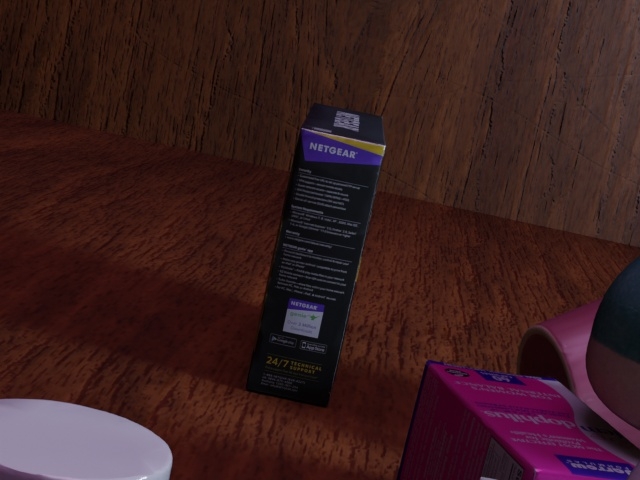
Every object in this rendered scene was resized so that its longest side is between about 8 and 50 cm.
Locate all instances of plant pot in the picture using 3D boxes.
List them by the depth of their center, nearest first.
[{"bbox_3d":[0.276,0.124,1.226,0.180,0.201,0.201,-7,15,-14],"label":"plant pot"}]

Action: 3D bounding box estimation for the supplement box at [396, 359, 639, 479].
[{"bbox_3d":[0.142,0.173,0.974,0.111,0.114,0.220,10,12,-16],"label":"supplement box"}]

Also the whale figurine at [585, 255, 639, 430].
[{"bbox_3d":[0.318,0.079,0.943,0.272,0.141,0.216,16,8,22],"label":"whale figurine"}]

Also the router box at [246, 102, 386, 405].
[{"bbox_3d":[0.000,0.000,1.389,0.081,0.243,0.309,12,9,0],"label":"router box"}]

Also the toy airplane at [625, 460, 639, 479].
[{"bbox_3d":[0.181,0.156,0.382,0.272,0.384,0.386,33,-34,-5],"label":"toy airplane"}]

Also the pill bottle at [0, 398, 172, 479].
[{"bbox_3d":[-0.110,0.160,0.505,0.108,0.194,0.108,12,10,-2],"label":"pill bottle"}]

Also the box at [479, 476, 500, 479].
[{"bbox_3d":[0.121,0.203,0.806,0.087,0.101,0.102,12,8,4],"label":"box"}]
